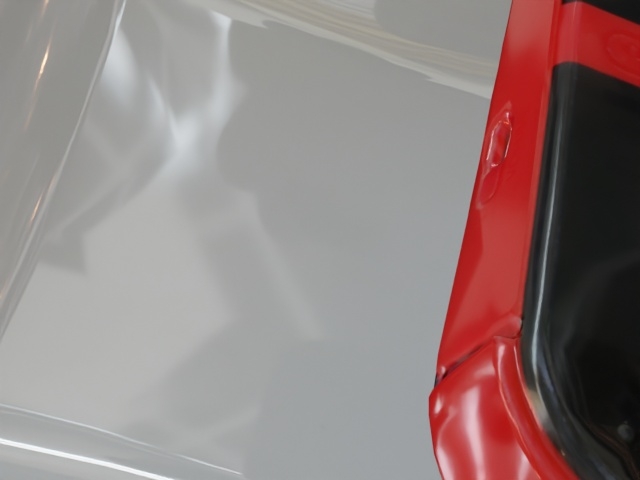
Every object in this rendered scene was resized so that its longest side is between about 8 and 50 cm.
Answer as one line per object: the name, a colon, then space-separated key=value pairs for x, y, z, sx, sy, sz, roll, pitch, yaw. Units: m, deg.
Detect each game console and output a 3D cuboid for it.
game console: x=0.236 y=0.020 z=0.618 sx=0.060 sy=0.386 sz=0.342 roll=120 pitch=168 yaw=-48

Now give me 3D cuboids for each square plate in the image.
square plate: x=0.000 y=0.000 z=0.808 sx=0.049 sy=0.347 sz=0.344 roll=117 pitch=170 yaw=-54
